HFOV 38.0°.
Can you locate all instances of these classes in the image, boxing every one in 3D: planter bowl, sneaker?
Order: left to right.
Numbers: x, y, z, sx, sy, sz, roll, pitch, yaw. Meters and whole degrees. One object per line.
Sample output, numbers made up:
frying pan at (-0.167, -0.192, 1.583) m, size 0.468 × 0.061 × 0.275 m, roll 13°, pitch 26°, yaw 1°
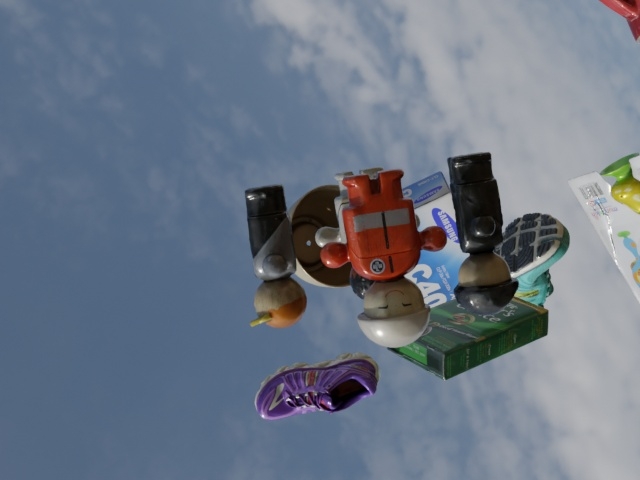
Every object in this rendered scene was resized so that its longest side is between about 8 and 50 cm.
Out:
sneaker at (-0.007, 0.192, 1.181) m, size 0.071 × 0.170 × 0.068 m, roll -82°, pitch -31°, yaw -64°
planter bowl at (0.000, 0.000, 1.487) m, size 0.162 × 0.109 × 0.162 m, roll 5°, pitch -100°, yaw -27°
sneaker at (0.299, 0.049, 1.379) m, size 0.110 × 0.275 × 0.107 m, roll 22°, pitch -121°, yaw -5°

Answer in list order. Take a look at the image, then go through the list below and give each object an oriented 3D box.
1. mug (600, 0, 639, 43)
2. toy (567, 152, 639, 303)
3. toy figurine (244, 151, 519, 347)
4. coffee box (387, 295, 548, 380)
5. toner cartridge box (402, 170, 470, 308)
mug at (0.385, -0.330, 1.139) m, size 0.113 × 0.150 × 0.169 m, roll 11°, pitch -120°, yaw -75°
toy at (0.365, 0.013, 0.932) m, size 0.056 × 0.137 × 0.237 m, roll -40°, pitch -81°, yaw -27°
toy figurine at (0.051, 0.009, 0.839) m, size 0.213 × 0.210 × 0.148 m, roll -15°, pitch -82°, yaw -47°
coffee box at (0.187, 0.113, 1.180) m, size 0.184 × 0.113 × 0.040 m, roll -16°, pitch -66°, yaw -31°
toner cartridge box at (0.227, 0.042, 1.786) m, size 0.347 × 0.165 × 0.075 m, roll 57°, pitch -169°, yaw -37°
